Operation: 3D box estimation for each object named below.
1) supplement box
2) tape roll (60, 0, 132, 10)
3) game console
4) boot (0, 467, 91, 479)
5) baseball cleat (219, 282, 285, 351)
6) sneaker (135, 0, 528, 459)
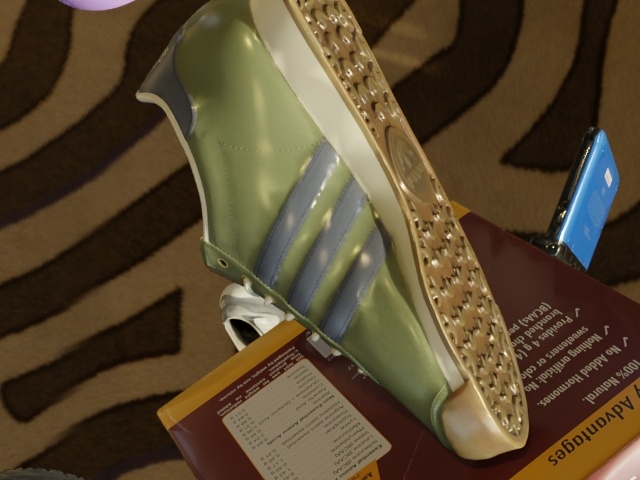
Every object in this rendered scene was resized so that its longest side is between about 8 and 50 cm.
[{"bbox_3d":[0.062,0.110,0.453,0.191,0.129,0.194,-35,31,-11],"label":"supplement box"},{"bbox_3d":[-0.294,-0.445,1.291,0.275,0.090,0.274,-5,77,21],"label":"tape roll"},{"bbox_3d":[0.282,-0.027,1.366,0.173,0.293,0.250,20,88,22],"label":"game console"},{"bbox_3d":[-0.325,0.426,1.054,0.367,0.445,0.146,1,110,8],"label":"boot"},{"bbox_3d":[-0.039,0.130,1.209,0.206,0.109,0.072,28,121,-22],"label":"baseball cleat"},{"bbox_3d":[0.000,0.000,0.367,0.086,0.064,0.192,-24,97,26],"label":"sneaker"}]
